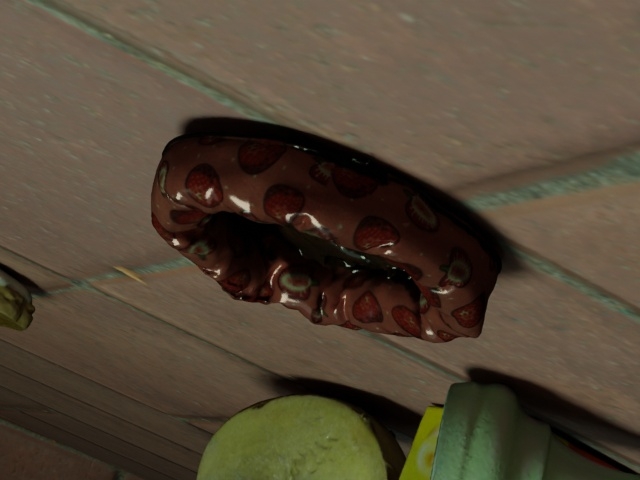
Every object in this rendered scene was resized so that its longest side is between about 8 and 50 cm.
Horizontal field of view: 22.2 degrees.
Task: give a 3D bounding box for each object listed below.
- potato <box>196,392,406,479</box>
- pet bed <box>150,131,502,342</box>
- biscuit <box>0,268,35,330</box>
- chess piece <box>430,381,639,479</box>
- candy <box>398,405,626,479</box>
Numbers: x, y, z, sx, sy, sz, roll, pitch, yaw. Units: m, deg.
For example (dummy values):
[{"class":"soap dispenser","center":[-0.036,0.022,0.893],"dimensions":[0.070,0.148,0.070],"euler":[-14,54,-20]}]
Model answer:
[{"class":"potato","center":[0.006,0.188,1.468],"dimensions":[0.243,0.098,0.138],"euler":[-9,170,39]},{"class":"pet bed","center":[0.000,0.000,0.858],"dimensions":[0.201,0.053,0.201],"euler":[18,161,6]},{"class":"biscuit","center":[-0.372,0.032,1.554],"dimensions":[0.181,0.049,0.208],"euler":[30,164,-28]},{"class":"chess piece","center":[0.212,0.181,1.119],"dimensions":[0.271,0.139,0.139],"euler":[8,164,7]},{"class":"candy","center":[0.209,0.229,1.324],"dimensions":[0.276,0.088,0.146],"euler":[29,166,-27]}]
